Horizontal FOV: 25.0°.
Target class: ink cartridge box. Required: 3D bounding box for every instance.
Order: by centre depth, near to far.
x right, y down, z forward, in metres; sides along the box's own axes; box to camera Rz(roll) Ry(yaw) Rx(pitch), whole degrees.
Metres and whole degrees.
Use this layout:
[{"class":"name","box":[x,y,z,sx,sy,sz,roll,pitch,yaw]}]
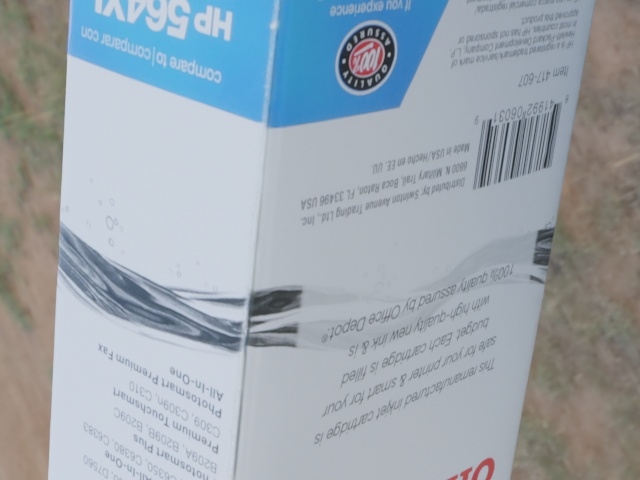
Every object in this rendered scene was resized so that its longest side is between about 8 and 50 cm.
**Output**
[{"class":"ink cartridge box","box":[0.000,0.000,0.438,0.086,0.148,0.203,23,114,36]}]
